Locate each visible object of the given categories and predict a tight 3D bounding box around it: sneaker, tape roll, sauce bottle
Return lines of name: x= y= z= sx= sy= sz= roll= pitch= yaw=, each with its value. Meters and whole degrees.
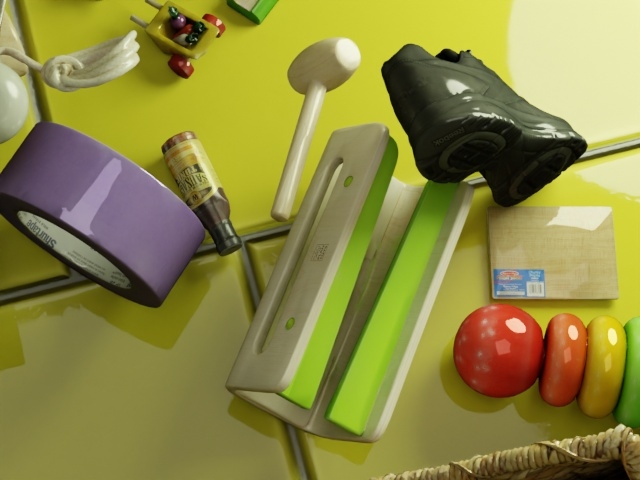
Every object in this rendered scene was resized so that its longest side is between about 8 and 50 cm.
sneaker: x=0.156 y=-0.116 z=1.222 sx=0.109 sy=0.286 sz=0.130 roll=-38 pitch=64 yaw=20
tape roll: x=-0.205 y=-0.022 z=1.204 sx=0.189 sy=0.189 sz=0.080 roll=29 pitch=75 yaw=6
sauce bottle: x=-0.115 y=-0.046 z=1.292 sx=0.042 sy=0.042 sz=0.128 roll=-26 pitch=75 yaw=-10

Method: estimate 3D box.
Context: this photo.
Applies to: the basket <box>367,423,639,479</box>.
basket: x=0.160 y=0.289 z=1.033 sx=0.299 sy=0.223 sz=0.214 roll=-16 pitch=67 yaw=24

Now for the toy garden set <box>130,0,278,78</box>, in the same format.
toy garden set: x=-0.159 y=-0.304 z=1.362 sx=0.244 sy=0.049 sz=0.204 roll=34 pitch=75 yaw=7

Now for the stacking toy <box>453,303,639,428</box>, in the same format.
stacking toy: x=0.290 y=0.118 z=1.225 sx=0.330 sy=0.141 sz=0.141 roll=9 pitch=73 yaw=4

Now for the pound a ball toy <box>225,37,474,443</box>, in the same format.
pound a ball toy: x=0.000 y=0.000 z=1.220 sx=0.208 sy=0.135 sz=0.319 roll=31 pitch=70 yaw=-28

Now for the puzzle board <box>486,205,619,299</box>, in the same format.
puzzle board: x=0.232 y=0.013 z=1.311 sx=0.128 sy=0.011 sz=0.096 roll=0 pitch=75 yaw=-3

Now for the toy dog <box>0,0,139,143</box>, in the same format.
toy dog: x=-0.341 y=-0.185 z=1.187 sx=0.220 sy=0.333 sz=0.161 roll=-39 pitch=116 yaw=-34
